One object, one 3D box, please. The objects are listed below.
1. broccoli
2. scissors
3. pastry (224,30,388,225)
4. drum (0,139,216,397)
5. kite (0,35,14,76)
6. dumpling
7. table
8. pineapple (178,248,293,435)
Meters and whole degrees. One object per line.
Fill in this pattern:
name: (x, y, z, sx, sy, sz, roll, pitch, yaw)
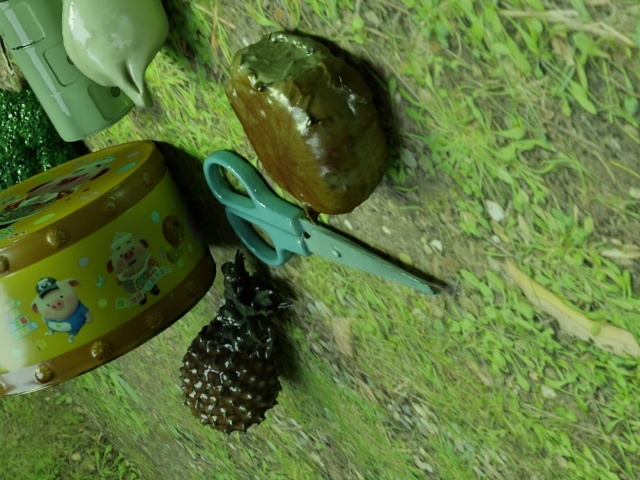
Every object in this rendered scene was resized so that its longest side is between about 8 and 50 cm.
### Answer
broccoli: (-0.521, -0.134, 2.303, 0.295, 0.265, 0.245, 89, 171, -47)
scissors: (0.000, 0.000, 1.754, 0.447, 0.029, 0.193, 23, 146, 47)
pastry: (-0.014, -0.129, 1.492, 0.218, 0.100, 0.229, 56, 162, -3)
drum: (-0.382, 0.036, 1.991, 0.431, 0.431, 0.214, 8, 125, 58)
kite: (-0.502, -0.392, 1.995, 0.335, 0.011, 0.314, -154, 45, -77)
dumpling: (-0.266, -0.290, 1.693, 0.179, 0.131, 0.252, -122, 12, -66)
table: (-0.359, -0.262, 1.890, 0.126, 0.126, 0.220, 14, 138, 55)
pineapple: (-0.133, 0.159, 2.101, 0.175, 0.175, 0.361, 39, 146, 25)
